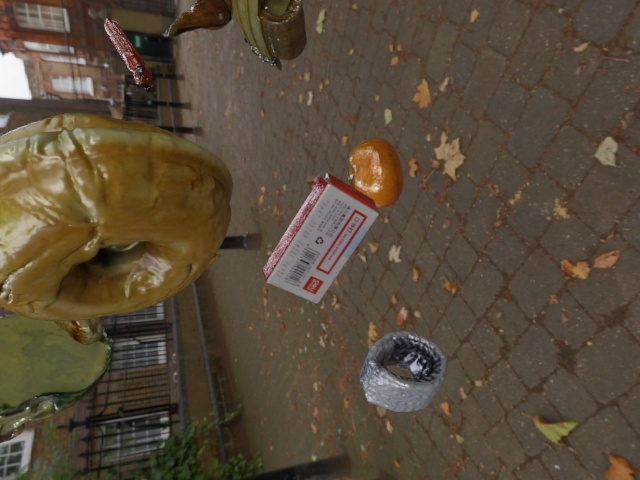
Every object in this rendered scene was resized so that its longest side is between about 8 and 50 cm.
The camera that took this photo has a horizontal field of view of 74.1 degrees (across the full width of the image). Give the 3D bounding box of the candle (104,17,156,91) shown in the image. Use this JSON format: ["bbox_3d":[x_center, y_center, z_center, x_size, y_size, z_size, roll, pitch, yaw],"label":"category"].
[{"bbox_3d":[-0.533,-0.524,1.172,0.329,0.048,0.051,53,127,26],"label":"candle"}]

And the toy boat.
[{"bbox_3d":[-0.081,-0.389,0.734,0.089,0.115,0.310,-55,0,-3],"label":"toy boat"}]

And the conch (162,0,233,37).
[{"bbox_3d":[-0.241,-0.492,0.920,0.086,0.080,0.232,-17,41,39],"label":"conch"}]

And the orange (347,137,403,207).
[{"bbox_3d":[0.172,-0.212,1.352,0.224,0.170,0.223,-12,-90,-83],"label":"orange"}]

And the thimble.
[{"bbox_3d":[0.249,0.402,1.292,0.217,0.246,0.157,-112,28,-48],"label":"thimble"}]

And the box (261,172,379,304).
[{"bbox_3d":[0.000,0.000,0.794,0.229,0.123,0.050,-58,28,12],"label":"box"}]

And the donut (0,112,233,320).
[{"bbox_3d":[-0.355,-0.018,0.710,0.198,0.450,0.448,63,150,24],"label":"donut"}]

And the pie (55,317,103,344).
[{"bbox_3d":[-0.548,0.133,0.926,0.205,0.084,0.178,46,129,20],"label":"pie"}]

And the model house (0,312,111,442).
[{"bbox_3d":[-0.672,0.334,0.949,0.261,0.321,0.266,45,112,28],"label":"model house"}]
